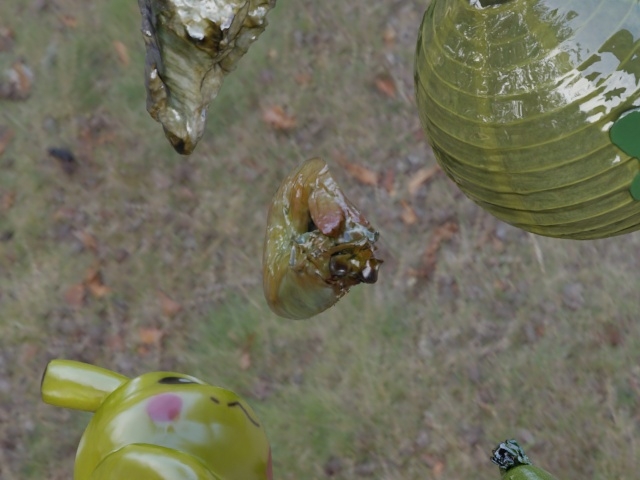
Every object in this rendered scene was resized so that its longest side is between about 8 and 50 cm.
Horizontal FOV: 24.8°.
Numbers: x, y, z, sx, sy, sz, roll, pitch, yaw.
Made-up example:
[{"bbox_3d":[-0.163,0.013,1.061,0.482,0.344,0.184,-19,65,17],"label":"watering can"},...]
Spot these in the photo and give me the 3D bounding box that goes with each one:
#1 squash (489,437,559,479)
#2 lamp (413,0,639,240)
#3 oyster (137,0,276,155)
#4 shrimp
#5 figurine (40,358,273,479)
[{"bbox_3d":[0.204,0.246,1.204,0.071,0.080,0.318,-14,11,-4],"label":"squash"},{"bbox_3d":[0.170,-0.134,1.018,0.250,0.284,0.250,-24,49,30],"label":"lamp"},{"bbox_3d":[-0.140,-0.259,1.633,0.133,0.337,0.198,-13,48,-24],"label":"oyster"},{"bbox_3d":[-0.001,0.000,1.250,0.061,0.267,0.145,8,89,-14],"label":"shrimp"},{"bbox_3d":[-0.105,0.212,1.089,0.169,0.218,0.327,-41,27,19],"label":"figurine"}]
